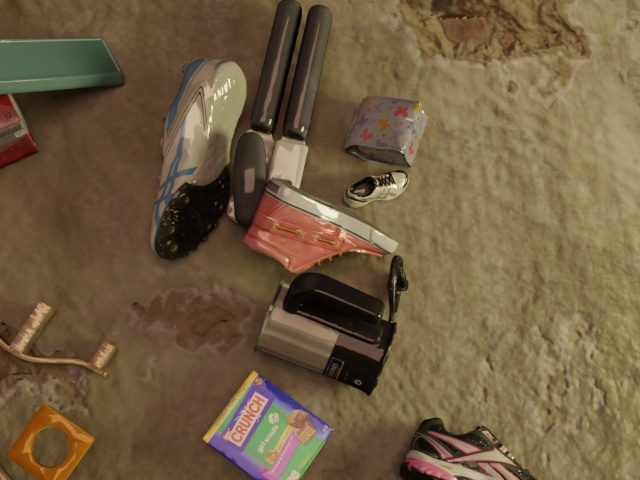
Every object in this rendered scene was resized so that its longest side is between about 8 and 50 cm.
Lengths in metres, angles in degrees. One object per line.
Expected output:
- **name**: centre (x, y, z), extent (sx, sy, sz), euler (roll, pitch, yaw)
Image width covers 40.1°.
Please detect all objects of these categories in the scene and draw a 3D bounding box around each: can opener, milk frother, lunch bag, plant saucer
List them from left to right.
- **plant saucer**: centre (-0.306, -0.198, 0.974), extent (0.192, 0.018, 0.067), euler (-16, 73, -48)
- **can opener**: centre (-0.044, -0.147, 0.996), extent (0.076, 0.095, 0.283), euler (12, 81, 1)
- **milk frother**: centre (0.019, 0.072, 0.952), extent (0.135, 0.129, 0.143), euler (22, 30, 1)
- **lunch bag**: centre (0.076, -0.129, 1.026), extent (0.083, 0.053, 0.071), euler (12, 72, 25)

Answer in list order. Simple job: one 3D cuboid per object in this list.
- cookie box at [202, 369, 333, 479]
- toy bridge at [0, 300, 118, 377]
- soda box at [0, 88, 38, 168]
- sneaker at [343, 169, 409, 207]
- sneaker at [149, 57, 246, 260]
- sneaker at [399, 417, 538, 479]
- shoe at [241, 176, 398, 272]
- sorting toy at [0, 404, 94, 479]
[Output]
- **cookie box**: centre (-0.055, 0.205, 0.925), extent (0.107, 0.040, 0.092), euler (35, 75, 6)
- **toy bridge**: centre (-0.309, 0.097, 0.942), extent (0.188, 0.026, 0.063), euler (31, 76, 4)
- **soda box**: centre (-0.451, -0.091, 0.949), extent (0.263, 0.092, 0.083), euler (-26, 79, -13)
- **sneaker**: centre (0.067, -0.062, 1.015), extent (0.083, 0.037, 0.032), euler (-23, 75, -12)
- **sneaker**: centre (-0.148, -0.092, 0.992), extent (0.086, 0.085, 0.237), euler (7, 78, 37)
- **sneaker**: centre (0.178, 0.236, 0.924), extent (0.178, 0.072, 0.077), euler (21, 63, -5)
- **shoe**: centre (0.000, 0.000, 0.963), extent (0.178, 0.063, 0.081), euler (23, 99, -32)
- **sorting toy**: centre (-0.350, 0.316, 0.860), extent (0.347, 0.047, 0.196), euler (-43, 84, -7)
